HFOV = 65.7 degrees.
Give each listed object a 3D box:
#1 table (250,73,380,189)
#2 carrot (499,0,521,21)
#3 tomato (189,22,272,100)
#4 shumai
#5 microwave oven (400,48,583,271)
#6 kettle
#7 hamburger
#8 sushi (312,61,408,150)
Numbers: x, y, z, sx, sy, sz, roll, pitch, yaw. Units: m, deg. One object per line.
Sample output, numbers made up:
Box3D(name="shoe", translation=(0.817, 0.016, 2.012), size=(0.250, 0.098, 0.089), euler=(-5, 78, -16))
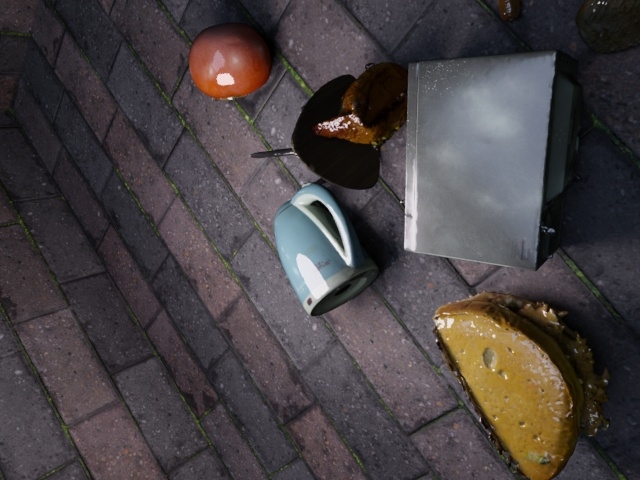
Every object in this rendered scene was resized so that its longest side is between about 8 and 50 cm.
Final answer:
Box3D(name="table", translation=(-0.007, -0.264, 1.436), size=(0.249, 0.317, 0.318), euler=(-1, 102, 51))
Box3D(name="carrot", translation=(0.424, -0.594, 1.120), size=(0.047, 0.047, 0.191), euler=(-3, 95, 38))
Box3D(name="tomato", translation=(-0.280, -0.553, 1.540), size=(0.255, 0.255, 0.225), euler=(8, 122, 36))
Box3D(name="shumai", translation=(0.596, -0.482, 0.965), size=(0.161, 0.209, 0.153), euler=(5, 69, 0))
Box3D(name="microwave oven", translation=(0.389, -0.185, 1.126), size=(0.374, 0.236, 0.433), euler=(10, 108, 36))
Box3D(name="kettle", translation=(0.000, 0.000, 1.471), size=(0.342, 0.247, 0.319), euler=(58, 140, 19))
Box3D(name="hamburger", translation=(0.499, 0.295, 1.148), size=(0.287, 0.268, 0.446), euler=(-38, 74, 39))
Box3D(name="sushi", translation=(0.138, -0.339, 1.273), size=(0.167, 0.296, 0.179), euler=(42, 162, -1))
